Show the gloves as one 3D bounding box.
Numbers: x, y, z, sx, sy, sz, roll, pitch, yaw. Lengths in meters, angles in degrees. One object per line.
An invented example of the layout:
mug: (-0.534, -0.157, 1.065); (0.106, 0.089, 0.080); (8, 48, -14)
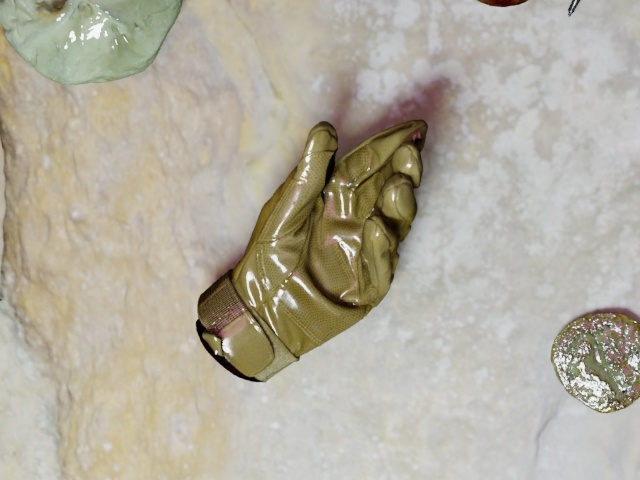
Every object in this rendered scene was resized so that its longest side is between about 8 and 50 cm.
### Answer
gloves: (0.007, 0.003, 1.697); (0.331, 0.141, 0.154); (-46, 58, 20)

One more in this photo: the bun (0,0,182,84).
bun: (-0.249, -0.267, 1.742); (0.203, 0.126, 0.213); (19, 96, 8)

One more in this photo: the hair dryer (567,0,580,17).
hair dryer: (0.282, -0.288, 1.667); (0.047, 0.071, 0.150); (29, 116, 13)

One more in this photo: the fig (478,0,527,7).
fig: (0.146, -0.321, 1.673); (0.201, 0.134, 0.146); (27, 71, 34)

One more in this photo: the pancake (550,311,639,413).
pancake: (0.288, 0.124, 1.704); (0.108, 0.017, 0.108); (2, 97, 13)
